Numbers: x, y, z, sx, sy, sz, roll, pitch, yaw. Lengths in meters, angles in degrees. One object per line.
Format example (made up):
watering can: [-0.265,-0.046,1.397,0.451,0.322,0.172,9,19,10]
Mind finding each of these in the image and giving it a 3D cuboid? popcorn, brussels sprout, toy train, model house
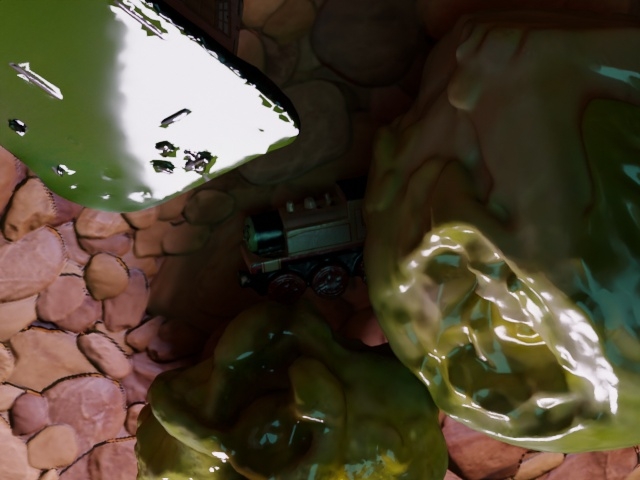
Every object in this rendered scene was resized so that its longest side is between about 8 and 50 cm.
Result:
popcorn: [-0.020,0.165,1.307,0.256,0.195,0.255,-3,147,23]
brussels sprout: [0.195,-0.007,1.226,0.344,0.268,0.344,-4,100,-25]
toy train: [0.000,0.000,1.311,0.138,0.050,0.087,-12,117,-9]
model house: [-0.168,-0.168,1.117,0.207,0.154,0.294,-22,138,35]
